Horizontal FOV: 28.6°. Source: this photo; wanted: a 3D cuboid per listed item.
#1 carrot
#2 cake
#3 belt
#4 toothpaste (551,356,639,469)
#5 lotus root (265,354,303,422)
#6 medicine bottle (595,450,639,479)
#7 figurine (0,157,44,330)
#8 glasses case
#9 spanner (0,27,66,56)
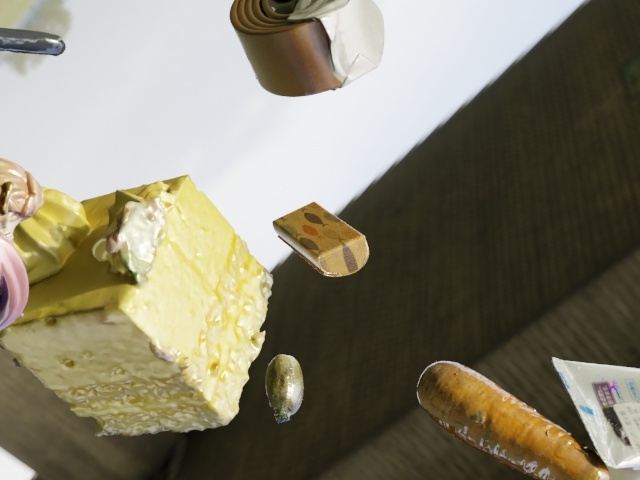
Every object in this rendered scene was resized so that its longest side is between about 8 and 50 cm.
[{"bbox_3d":[0.158,0.159,1.045,0.186,0.060,0.060,30,-103,33],"label":"carrot"},{"bbox_3d":[-0.227,0.059,1.441,0.227,0.286,0.222,-11,-135,29],"label":"cake"},{"bbox_3d":[-0.018,-0.331,1.917,0.217,0.122,0.339,-22,-152,5],"label":"belt"},{"bbox_3d":[0.340,0.156,1.089,0.114,0.299,0.073,-108,-146,-42],"label":"toothpaste"},{"bbox_3d":[-0.049,0.206,1.747,0.049,0.054,0.099,-14,-123,23],"label":"lotus root"},{"bbox_3d":[0.374,0.326,1.491,0.130,0.130,0.341,-72,169,-52],"label":"medicine bottle"},{"bbox_3d":[-0.280,-0.008,1.001,0.126,0.114,0.157,-10,-122,36],"label":"figurine"},{"bbox_3d":[0.000,0.000,1.542,0.064,0.041,0.170,-25,-156,-13],"label":"glasses case"},{"bbox_3d":[-0.310,-0.131,0.741,0.087,0.315,0.024,-176,-92,-68],"label":"spanner"}]
